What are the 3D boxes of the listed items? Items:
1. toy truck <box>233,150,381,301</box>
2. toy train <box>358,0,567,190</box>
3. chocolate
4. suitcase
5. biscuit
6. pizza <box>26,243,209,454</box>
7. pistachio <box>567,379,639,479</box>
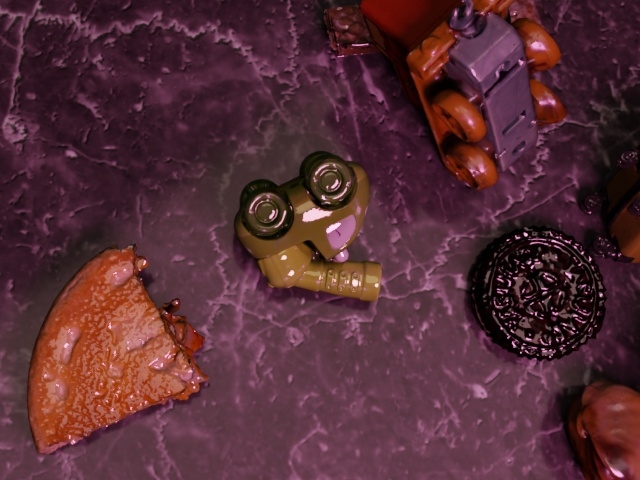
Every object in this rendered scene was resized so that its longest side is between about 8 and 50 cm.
[{"bbox_3d":[-0.019,-0.009,1.390,0.187,0.148,0.210,-9,100,-5],"label":"toy truck"},{"bbox_3d":[0.180,-0.223,1.348,0.163,0.369,0.231,-42,64,-3],"label":"toy train"},{"bbox_3d":[0.169,-0.310,1.507,0.329,0.065,0.102,-6,65,-8],"label":"chocolate"},{"bbox_3d":[0.495,-0.064,1.417,0.235,0.194,0.143,-4,69,-7],"label":"suitcase"},{"bbox_3d":[0.300,0.072,1.439,0.195,0.053,0.194,1,78,-5],"label":"biscuit"},{"bbox_3d":[-0.254,0.152,1.354,0.229,0.081,0.289,14,78,4],"label":"pizza"},{"bbox_3d":[0.404,0.284,1.374,0.165,0.130,0.210,-22,78,-50],"label":"pistachio"}]
